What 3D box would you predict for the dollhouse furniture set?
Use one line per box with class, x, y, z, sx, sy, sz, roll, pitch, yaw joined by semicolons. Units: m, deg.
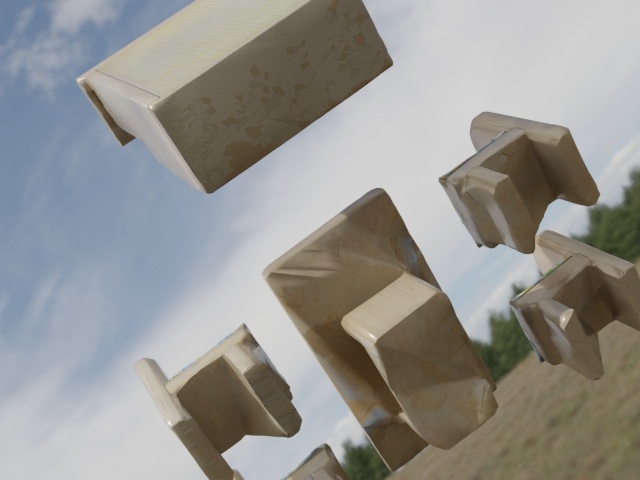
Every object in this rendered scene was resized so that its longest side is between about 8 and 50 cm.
dollhouse furniture set;0.000;0.000;0.788;0.362;0.394;0.256;-36;25;-10
